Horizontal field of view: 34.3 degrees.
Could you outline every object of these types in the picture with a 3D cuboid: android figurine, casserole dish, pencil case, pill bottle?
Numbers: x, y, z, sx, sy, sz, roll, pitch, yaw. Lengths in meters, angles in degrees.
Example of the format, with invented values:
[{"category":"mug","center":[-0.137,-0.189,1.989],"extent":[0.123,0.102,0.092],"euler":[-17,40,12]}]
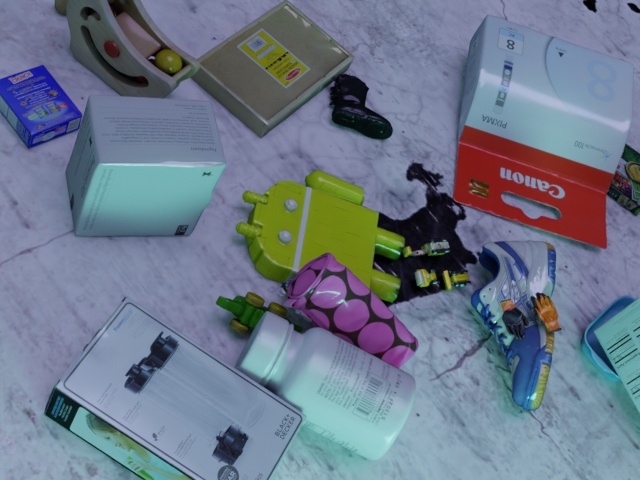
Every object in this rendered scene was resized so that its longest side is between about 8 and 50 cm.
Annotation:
[{"category":"android figurine","center":[0.000,0.000,1.602],"extent":[0.273,0.056,0.248],"euler":[21,52,-13]},{"category":"casserole dish","center":[0.504,0.168,1.738],"extent":[0.188,0.037,0.114],"euler":[-33,76,-37]},{"category":"pencil case","center":[0.044,0.115,1.487],"extent":[0.209,0.095,0.098],"euler":[42,63,-20]},{"category":"pill bottle","center":[0.003,0.194,1.419],"extent":[0.229,0.131,0.131],"euler":[28,50,-5]}]

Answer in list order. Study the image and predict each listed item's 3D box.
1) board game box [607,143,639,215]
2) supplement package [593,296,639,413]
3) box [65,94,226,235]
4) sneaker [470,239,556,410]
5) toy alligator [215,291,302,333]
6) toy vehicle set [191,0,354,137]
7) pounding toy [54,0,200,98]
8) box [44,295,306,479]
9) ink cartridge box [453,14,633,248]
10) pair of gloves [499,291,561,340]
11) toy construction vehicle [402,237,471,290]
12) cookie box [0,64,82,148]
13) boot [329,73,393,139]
[{"category":"board game box","center":[0.525,-0.168,1.986],"extent":[0.260,0.030,0.136],"euler":[36,48,1]},{"category":"supplement package","center":[0.591,0.181,1.652],"extent":[0.194,0.149,0.203],"euler":[-12,66,-32]},{"category":"box","center":[-0.251,-0.102,1.468],"extent":[0.182,0.181,0.119],"euler":[-1,58,-26]},{"category":"sneaker","center":[0.300,0.131,1.641],"extent":[0.131,0.112,0.296],"euler":[6,54,4]},{"category":"toy alligator","center":[-0.068,0.119,1.494],"extent":[0.190,0.056,0.051],"euler":[26,8,-19]},{"category":"toy vehicle set","center":[-0.079,-0.301,1.782],"extent":[0.166,0.035,0.267],"euler":[42,50,6]},{"category":"pounding toy","center":[-0.297,-0.346,1.633],"extent":[0.269,0.154,0.155],"euler":[39,50,3]},{"category":"box","center":[-0.185,0.224,1.337],"extent":[0.290,0.087,0.169],"euler":[33,50,-2]},{"category":"ink cartridge box","center":[0.410,-0.203,1.885],"extent":[0.308,0.091,0.385],"euler":[17,58,-10]},{"category":"pair of gloves","center":[0.319,0.115,1.578],"extent":[0.083,0.010,0.074],"euler":[-14,56,-3]},{"category":"toy construction vehicle","center":[0.186,0.043,1.679],"extent":[0.098,0.035,0.086],"euler":[-8,73,-27]},{"category":"cookie box","center":[-0.424,-0.201,1.546],"extent":[0.092,0.040,0.107],"euler":[-29,74,-37]},{"category":"boot","center":[0.071,-0.235,1.806],"extent":[0.121,0.045,0.099],"euler":[17,49,-14]}]
